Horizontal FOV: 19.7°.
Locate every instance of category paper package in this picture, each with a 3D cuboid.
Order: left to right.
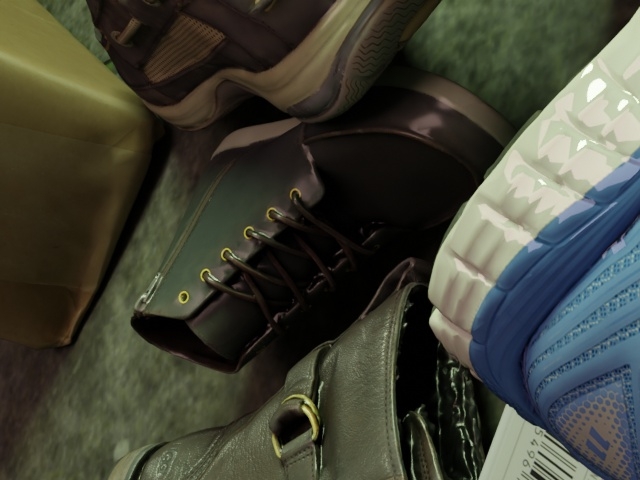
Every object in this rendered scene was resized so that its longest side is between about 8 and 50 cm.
[{"bbox_3d":[-0.306,-0.105,1.094,0.168,0.324,0.309,-61,37,11],"label":"paper package"}]

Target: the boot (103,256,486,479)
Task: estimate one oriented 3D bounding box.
[{"bbox_3d":[-0.017,0.157,0.812,0.229,0.091,0.263,-31,49,40],"label":"boot"}]

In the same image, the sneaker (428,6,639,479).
[{"bbox_3d":[0.169,-0.047,0.513,0.147,0.129,0.330,47,126,26],"label":"sneaker"}]

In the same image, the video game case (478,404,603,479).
[{"bbox_3d":[0.180,0.074,0.590,0.300,0.036,0.329,36,114,47],"label":"video game case"}]

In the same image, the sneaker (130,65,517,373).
[{"bbox_3d":[0.000,0.000,0.843,0.222,0.083,0.118,-17,39,57],"label":"sneaker"}]

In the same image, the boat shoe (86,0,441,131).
[{"bbox_3d":[-0.052,-0.141,0.894,0.132,0.130,0.355,-53,18,-12],"label":"boat shoe"}]
